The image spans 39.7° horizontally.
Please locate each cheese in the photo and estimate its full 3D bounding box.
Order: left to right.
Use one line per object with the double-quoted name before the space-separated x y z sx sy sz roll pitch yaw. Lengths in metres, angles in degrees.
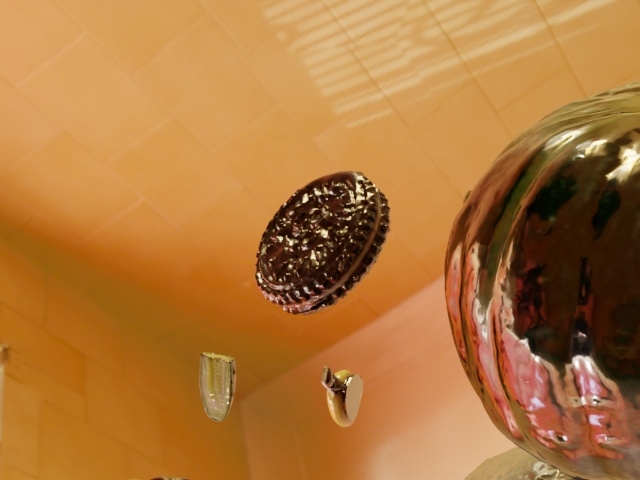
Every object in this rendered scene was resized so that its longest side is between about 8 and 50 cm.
"cheese" 0.029 0.234 1.384 0.036 0.162 0.086 8 -112 19

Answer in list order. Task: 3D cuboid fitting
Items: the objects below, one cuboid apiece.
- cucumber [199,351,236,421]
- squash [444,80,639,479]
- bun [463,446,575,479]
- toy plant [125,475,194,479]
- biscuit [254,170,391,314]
"cucumber" -0.163 0.238 1.447 0.067 0.035 0.107 8 -80 28
"squash" 0.159 0.015 0.383 0.218 0.172 0.218 3 -149 -2
"bun" 0.274 0.336 0.814 0.211 0.362 0.362 -31 -146 -27
"toy plant" -0.235 0.375 1.232 0.092 0.162 0.093 -11 -107 40
"biscuit" 0.000 0.000 1.051 0.194 0.053 0.194 -31 -142 28
